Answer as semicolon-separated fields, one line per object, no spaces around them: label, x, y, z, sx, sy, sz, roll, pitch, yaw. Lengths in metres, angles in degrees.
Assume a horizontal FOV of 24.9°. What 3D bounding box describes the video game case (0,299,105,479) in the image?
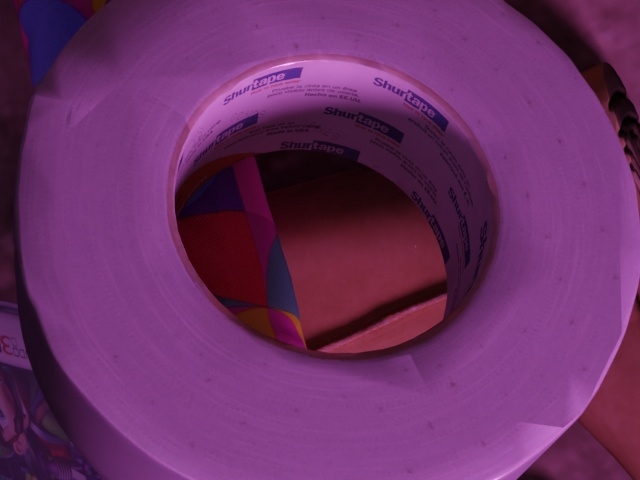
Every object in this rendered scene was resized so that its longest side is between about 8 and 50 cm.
video game case;-0.128;0.126;0.721;0.173;0.022;0.190;5;109;52

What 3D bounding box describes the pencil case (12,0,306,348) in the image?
pencil case;-0.073;-0.031;0.621;0.104;0.104;0.236;-22;68;23

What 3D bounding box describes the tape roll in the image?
tape roll;0.000;0.000;0.523;0.219;0.219;0.072;36;155;8

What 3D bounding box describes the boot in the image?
boot;0.047;0.069;0.659;0.269;0.089;0.236;-23;83;22
